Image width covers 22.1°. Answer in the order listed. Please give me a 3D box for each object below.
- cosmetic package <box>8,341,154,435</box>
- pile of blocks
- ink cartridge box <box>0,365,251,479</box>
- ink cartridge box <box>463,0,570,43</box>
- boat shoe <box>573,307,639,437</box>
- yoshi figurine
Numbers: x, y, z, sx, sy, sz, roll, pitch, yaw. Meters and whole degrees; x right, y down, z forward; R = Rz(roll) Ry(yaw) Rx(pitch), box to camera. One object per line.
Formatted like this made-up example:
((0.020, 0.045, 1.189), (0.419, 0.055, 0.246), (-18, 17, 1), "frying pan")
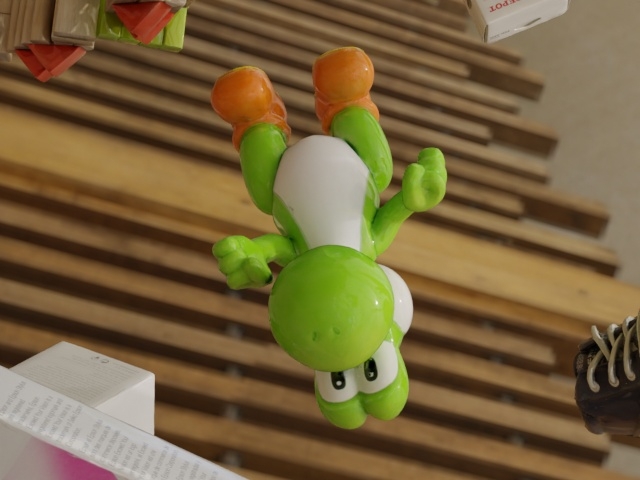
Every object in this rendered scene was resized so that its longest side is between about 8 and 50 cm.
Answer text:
((-0.298, 0.260, 1.738), (0.225, 0.138, 0.224), (-29, 129, -53), "cosmetic package")
((-0.227, -0.216, 1.645), (0.362, 0.149, 0.112), (-2, -102, 47), "pile of blocks")
((-0.163, 0.243, 0.859), (0.071, 0.330, 0.324), (-74, -172, -74), "ink cartridge box")
((0.188, -0.287, 1.699), (0.056, 0.099, 0.135), (76, -9, -75), "ink cartridge box")
((0.331, 0.119, 1.657), (0.340, 0.158, 0.127), (71, 27, -54), "boat shoe")
((0.005, -0.014, 1.501), (0.203, 0.203, 0.362), (-38, -126, 40), "yoshi figurine")
